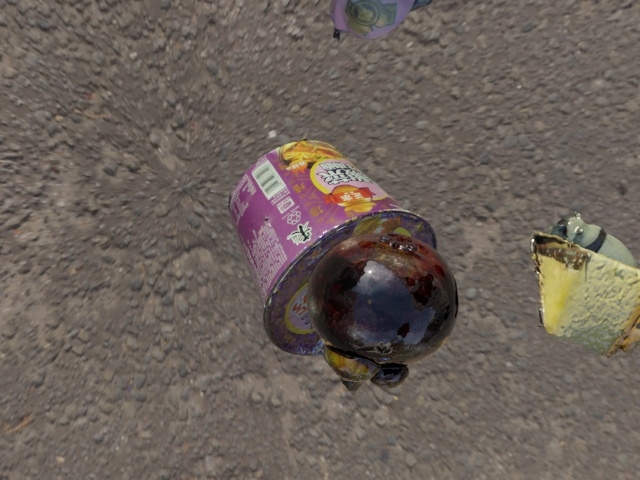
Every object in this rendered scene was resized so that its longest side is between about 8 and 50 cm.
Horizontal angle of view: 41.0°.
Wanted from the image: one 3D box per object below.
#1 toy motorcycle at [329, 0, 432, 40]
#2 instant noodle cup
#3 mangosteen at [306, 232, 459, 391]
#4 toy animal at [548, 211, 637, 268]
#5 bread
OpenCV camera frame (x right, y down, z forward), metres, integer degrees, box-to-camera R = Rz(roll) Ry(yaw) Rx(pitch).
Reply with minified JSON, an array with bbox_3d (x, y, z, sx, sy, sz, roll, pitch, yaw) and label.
[{"bbox_3d":[0.069,-0.313,0.953,0.143,0.327,0.188,-18,92,28],"label":"toy motorcycle"},{"bbox_3d":[0.000,0.000,1.520,0.339,0.266,0.340,-20,138,-19],"label":"instant noodle cup"},{"bbox_3d":[0.046,0.062,0.692,0.140,0.140,0.140,-1,94,-9],"label":"mangosteen"},{"bbox_3d":[0.504,0.028,1.615,0.225,0.094,0.121,37,126,-24],"label":"toy animal"},{"bbox_3d":[0.332,0.057,1.063,0.147,0.152,0.127,19,110,-22],"label":"bread"}]
